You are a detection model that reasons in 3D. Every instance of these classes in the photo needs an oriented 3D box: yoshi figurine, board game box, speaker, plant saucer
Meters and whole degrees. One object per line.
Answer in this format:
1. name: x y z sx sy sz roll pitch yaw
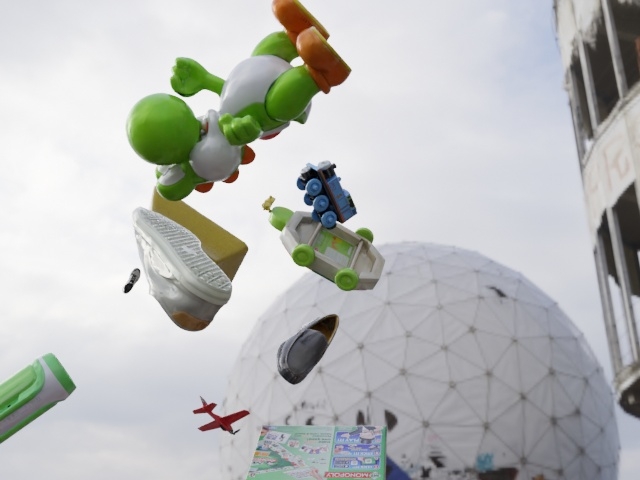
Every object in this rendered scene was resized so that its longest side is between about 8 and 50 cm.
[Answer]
1. yoshi figurine: -0.149 -0.207 1.046 0.362 0.203 0.203 -40 4 17
2. board game box: -0.003 0.521 1.674 0.317 0.213 0.046 -1 -69 8
3. speaker: -0.726 0.389 1.633 0.296 0.131 0.131 -35 -15 -20
4. plant saucer: -0.408 0.030 2.132 0.333 0.081 0.333 33 -36 0

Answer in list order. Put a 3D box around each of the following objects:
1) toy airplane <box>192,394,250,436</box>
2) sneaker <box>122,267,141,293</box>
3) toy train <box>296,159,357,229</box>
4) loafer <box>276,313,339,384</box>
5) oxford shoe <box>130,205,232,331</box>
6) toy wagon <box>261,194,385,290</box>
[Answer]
1. toy airplane: -0.252 0.435 1.725 0.151 0.028 0.151 1 -54 1
2. sneaker: -0.540 0.118 2.018 0.032 0.083 0.037 28 -5 -18
3. toy train: 0.014 -0.115 1.730 0.080 0.105 0.184 31 -28 55
4. loafer: -0.018 0.160 1.083 0.062 0.170 0.061 44 -64 -4
5. oxford shoe: -0.322 0.048 1.489 0.169 0.130 0.449 22 13 -36
6. toy wagon: 0.000 0.000 1.775 0.344 0.267 0.068 29 -63 0
